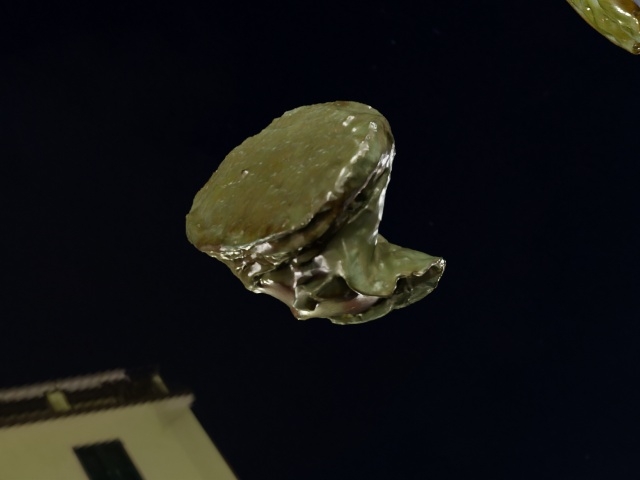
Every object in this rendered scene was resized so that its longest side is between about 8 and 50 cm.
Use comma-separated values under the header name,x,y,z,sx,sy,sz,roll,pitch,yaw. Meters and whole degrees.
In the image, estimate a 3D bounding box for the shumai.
name,x,y,z,sx,sy,sz,roll,pitch,yaw
shumai,0.000,0.000,1.527,0.288,0.330,0.292,46,-129,-35

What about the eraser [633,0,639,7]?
name,x,y,z,sx,sy,sz,roll,pitch,yaw
eraser,0.163,-0.099,0.431,0.225,0.082,0.036,43,-94,-4

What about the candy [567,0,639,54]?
name,x,y,z,sx,sy,sz,roll,pitch,yaw
candy,0.382,-0.366,1.454,0.118,0.260,0.260,-37,-42,4
